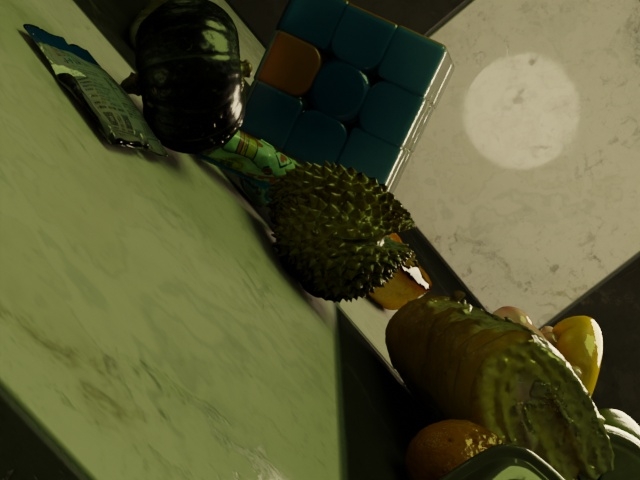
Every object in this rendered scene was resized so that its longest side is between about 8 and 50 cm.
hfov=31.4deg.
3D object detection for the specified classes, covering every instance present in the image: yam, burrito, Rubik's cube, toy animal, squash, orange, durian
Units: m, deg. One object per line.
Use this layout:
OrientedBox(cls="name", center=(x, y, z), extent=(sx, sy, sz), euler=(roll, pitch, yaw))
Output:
OrientedBox(cls="yam", center=(-0.263, -0.348, 1.834), extent=(0.071, 0.067, 0.317), euler=(63, 6, -16))
OrientedBox(cls="burrito", center=(-0.084, -0.095, 1.633), extent=(0.288, 0.104, 0.054), euler=(25, 56, -44))
OrientedBox(cls="Rubik's cube", center=(0.052, -0.266, 2.083), extent=(0.292, 0.290, 0.291), euler=(25, 6, 8))
OrientedBox(cls="toy animal", center=(0.379, 0.223, 2.183), extent=(0.247, 0.277, 0.345), euler=(30, 14, -14))
OrientedBox(cls="squash", center=(-0.160, -0.201, 1.401), extent=(0.193, 0.156, 0.193), euler=(-7, 90, -71))
OrientedBox(cls="orange", center=(0.165, 0.267, 1.309), extent=(0.135, 0.118, 0.135), euler=(59, 6, -11))
OrientedBox(cls="durian", center=(0.000, 0.000, 1.565), extent=(0.237, 0.137, 0.193), euler=(-7, -46, 49))

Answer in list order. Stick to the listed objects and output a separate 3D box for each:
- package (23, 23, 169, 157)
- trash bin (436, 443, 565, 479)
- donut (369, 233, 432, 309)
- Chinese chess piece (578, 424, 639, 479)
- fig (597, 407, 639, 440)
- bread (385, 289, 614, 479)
OrientedBox(cls="package", center=(-0.248, -0.166, 1.289), extent=(0.173, 0.027, 0.171), euler=(50, 11, 10))
OrientedBox(cls="trash bin", center=(0.173, 0.297, 1.042), extent=(0.209, 0.182, 0.290), euler=(52, 3, 9))
OrientedBox(cls="donut", center=(0.095, 0.011, 2.022), extent=(0.253, 0.118, 0.253), euler=(52, 7, -9))
OrientedBox(cls="Chinese chess piece", center=(0.386, 0.376, 1.611), extent=(0.237, 0.238, 0.092), euler=(53, -6, 10))
OrientedBox(cls="fig", center=(0.487, 0.445, 1.893), extent=(0.314, 0.233, 0.233), euler=(61, 12, 27))
OrientedBox(cls="bread", center=(0.226, 0.195, 1.541), extent=(0.236, 0.165, 0.375), euler=(58, -7, -11))
